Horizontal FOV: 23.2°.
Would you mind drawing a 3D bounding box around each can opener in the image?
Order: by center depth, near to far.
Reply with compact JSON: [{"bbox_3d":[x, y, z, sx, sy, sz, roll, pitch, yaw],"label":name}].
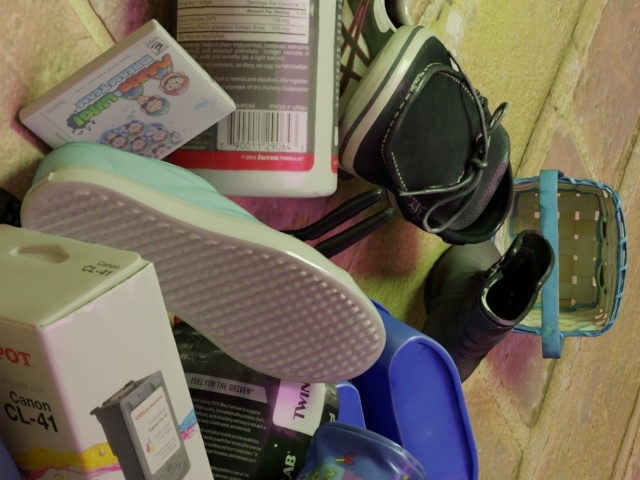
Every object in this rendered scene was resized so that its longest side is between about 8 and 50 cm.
[{"bbox_3d":[0.000,0.000,1.730,0.059,0.186,0.073,61,17,-15],"label":"can opener"}]

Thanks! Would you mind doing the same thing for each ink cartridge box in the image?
[{"bbox_3d":[-0.221,0.160,1.336,0.131,0.226,0.306,-36,122,-39],"label":"ink cartridge box"}]

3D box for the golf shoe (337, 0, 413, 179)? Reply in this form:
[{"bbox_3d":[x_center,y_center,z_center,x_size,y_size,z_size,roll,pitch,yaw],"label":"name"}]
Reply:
[{"bbox_3d":[0.050,-0.205,1.834,0.105,0.120,0.272,-4,97,-59],"label":"golf shoe"}]

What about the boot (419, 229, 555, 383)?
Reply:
[{"bbox_3d":[0.224,0.059,1.994,0.118,0.222,0.338,35,38,-8],"label":"boot"}]

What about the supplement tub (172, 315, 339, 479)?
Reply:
[{"bbox_3d":[-0.099,0.235,1.559,0.207,0.207,0.338,30,68,-55],"label":"supplement tub"}]

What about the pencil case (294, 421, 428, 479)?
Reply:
[{"bbox_3d":[-0.027,0.306,1.402,0.306,0.133,0.119,-54,139,-22],"label":"pencil case"}]

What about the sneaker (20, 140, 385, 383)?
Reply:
[{"bbox_3d":[-0.098,0.002,1.463,0.366,0.135,0.150,30,27,-19],"label":"sneaker"}]

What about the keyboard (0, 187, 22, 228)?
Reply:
[{"bbox_3d":[-0.250,0.014,1.472,0.180,0.023,0.108,45,56,-51],"label":"keyboard"}]

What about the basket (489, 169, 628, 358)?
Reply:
[{"bbox_3d":[0.330,0.018,2.195,0.289,0.201,0.254,-26,116,-73],"label":"basket"}]

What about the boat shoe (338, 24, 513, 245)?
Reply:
[{"bbox_3d":[0.137,-0.107,1.808,0.186,0.156,0.500,-57,162,-6],"label":"boat shoe"}]

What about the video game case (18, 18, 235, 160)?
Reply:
[{"bbox_3d":[-0.179,-0.122,1.469,0.143,0.157,0.019,44,16,-50],"label":"video game case"}]

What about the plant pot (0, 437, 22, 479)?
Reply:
[{"bbox_3d":[-0.333,0.232,1.240,0.165,0.165,0.234,-62,149,-33],"label":"plant pot"}]

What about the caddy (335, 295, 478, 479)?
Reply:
[{"bbox_3d":[0.035,0.225,1.804,0.241,0.179,0.341,-30,121,-27],"label":"caddy"}]

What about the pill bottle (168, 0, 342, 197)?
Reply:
[{"bbox_3d":[-0.065,-0.204,1.596,0.176,0.176,0.318,-3,96,-57],"label":"pill bottle"}]
